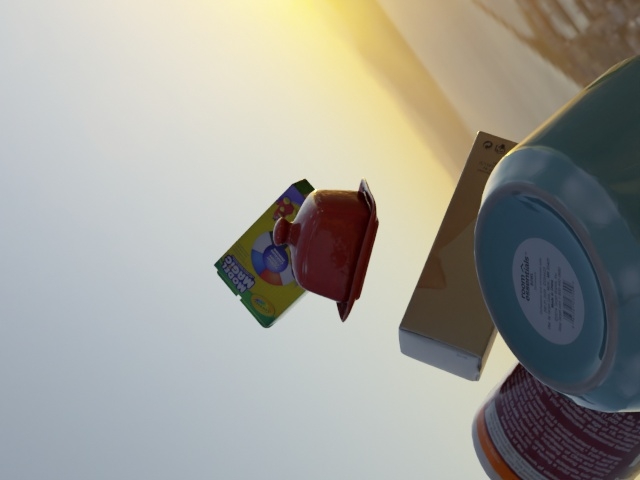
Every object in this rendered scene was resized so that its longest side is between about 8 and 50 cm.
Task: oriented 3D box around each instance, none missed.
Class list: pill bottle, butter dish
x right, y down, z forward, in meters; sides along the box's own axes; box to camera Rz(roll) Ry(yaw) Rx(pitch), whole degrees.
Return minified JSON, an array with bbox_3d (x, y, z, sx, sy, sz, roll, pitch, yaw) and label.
[{"bbox_3d":[0.385,0.178,1.574,0.224,0.392,0.224,18,-141,-16],"label":"pill bottle"},{"bbox_3d":[0.000,0.000,1.475,0.118,0.160,0.160,13,-166,-6],"label":"butter dish"}]

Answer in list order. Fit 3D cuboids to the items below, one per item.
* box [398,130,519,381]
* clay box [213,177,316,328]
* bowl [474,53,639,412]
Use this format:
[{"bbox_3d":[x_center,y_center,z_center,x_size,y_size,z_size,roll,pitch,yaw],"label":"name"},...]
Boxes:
[{"bbox_3d":[0.220,0.024,1.671,0.121,0.311,0.148,20,162,12],"label":"box"},{"bbox_3d":[-0.060,0.029,1.762,0.127,0.222,0.053,49,-153,7],"label":"clay box"},{"bbox_3d":[0.241,0.015,0.975,0.311,0.163,0.311,44,144,45],"label":"bowl"}]
